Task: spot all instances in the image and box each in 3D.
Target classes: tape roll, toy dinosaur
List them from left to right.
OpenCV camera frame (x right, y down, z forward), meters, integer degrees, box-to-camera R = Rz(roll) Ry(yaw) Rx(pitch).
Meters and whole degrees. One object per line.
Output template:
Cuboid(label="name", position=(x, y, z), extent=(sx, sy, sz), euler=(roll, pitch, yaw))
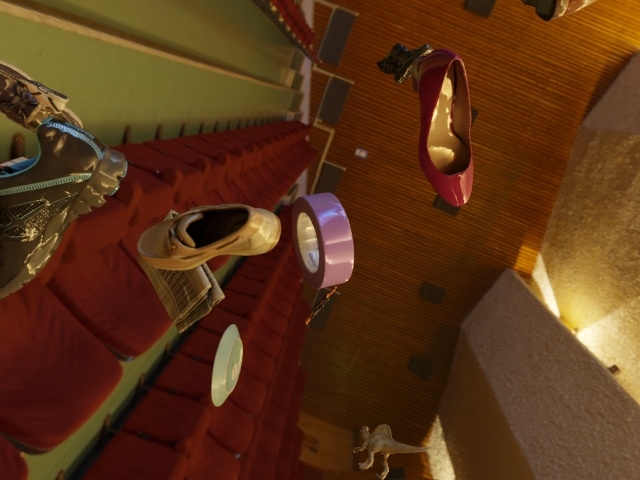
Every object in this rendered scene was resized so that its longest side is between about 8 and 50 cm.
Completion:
Cuboid(label="tape roll", position=(0.000, 0.000, 1.303), extent=(0.275, 0.090, 0.275), euler=(170, -90, -71))
Cuboid(label="toy dinosaur", position=(0.114, 0.396, 0.842), extent=(0.183, 0.053, 0.092), euler=(-13, -140, 55))

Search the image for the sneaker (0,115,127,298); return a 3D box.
Cuboid(label="sneaker", position=(-0.474, -0.048, 0.716), extent=(0.341, 0.139, 0.125), euler=(-47, -144, 4))

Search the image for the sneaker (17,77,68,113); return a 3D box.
Cuboid(label="sneaker", position=(-0.590, -0.305, 0.932), extent=(0.044, 0.109, 0.040), euler=(-62, 179, 18))

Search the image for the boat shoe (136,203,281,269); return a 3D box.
Cuboid(label="boat shoe", position=(-0.251, -0.019, 0.889), extent=(0.110, 0.341, 0.122), euler=(33, 51, -60))

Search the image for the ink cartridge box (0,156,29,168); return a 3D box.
Cuboid(label="ink cartridge box", position=(-0.629, -0.109, 0.916), extent=(0.135, 0.056, 0.099), euler=(-116, -134, -68))

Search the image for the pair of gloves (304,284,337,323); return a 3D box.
Cuboid(label="pair of gloves", position=(0.001, 0.126, 0.889), extent=(0.074, 0.010, 0.083), euler=(-50, 178, 29))

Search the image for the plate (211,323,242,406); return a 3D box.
Cuboid(label="plate", position=(-0.213, 0.292, 1.040), extent=(0.188, 0.024, 0.188), euler=(6, 90, -84))

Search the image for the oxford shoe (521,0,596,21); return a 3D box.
Cuboid(label="oxford shoe", position=(0.340, -0.388, 0.648), extent=(0.076, 0.076, 0.212), euler=(71, 12, -51))

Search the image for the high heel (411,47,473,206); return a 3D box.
Cuboid(label="high heel", position=(0.290, -0.228, 0.987), extent=(0.127, 0.377, 0.181), euler=(-25, -158, 2))

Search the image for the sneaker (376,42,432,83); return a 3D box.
Cuboid(label="sneaker", position=(0.208, -0.461, 1.111), extent=(0.051, 0.089, 0.170), euler=(-21, 174, -24))

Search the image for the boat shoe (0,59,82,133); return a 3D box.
Cuboid(label="boat shoe", position=(-0.668, -0.309, 1.014), extent=(0.103, 0.092, 0.285), euler=(-49, 146, -2))

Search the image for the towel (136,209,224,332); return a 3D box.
Cuboid(label="towel", position=(-0.465, 0.116, 1.415), extent=(0.312, 0.324, 0.056), euler=(-38, 171, 38))
